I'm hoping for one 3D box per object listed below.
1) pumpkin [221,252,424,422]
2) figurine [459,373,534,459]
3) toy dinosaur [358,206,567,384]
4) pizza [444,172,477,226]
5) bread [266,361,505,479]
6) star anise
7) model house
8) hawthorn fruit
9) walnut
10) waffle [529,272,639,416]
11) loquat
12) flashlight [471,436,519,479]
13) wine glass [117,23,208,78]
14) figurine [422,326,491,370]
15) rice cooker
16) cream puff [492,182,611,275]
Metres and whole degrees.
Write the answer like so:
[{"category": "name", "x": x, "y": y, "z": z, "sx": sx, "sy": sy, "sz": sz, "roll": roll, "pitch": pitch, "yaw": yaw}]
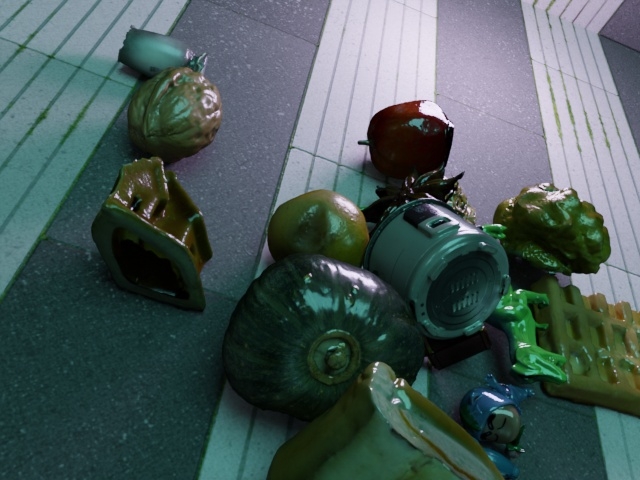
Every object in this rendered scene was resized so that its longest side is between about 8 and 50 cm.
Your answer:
[{"category": "pumpkin", "x": 0.007, "y": 0.175, "z": 1.022, "sx": 0.328, "sy": 0.291, "sz": 0.257, "roll": 31, "pitch": 8, "yaw": -16}, {"category": "figurine", "x": 0.358, "y": 0.338, "z": 1.169, "sx": 0.178, "sy": 0.114, "sz": 0.144, "roll": -10, "pitch": 47, "yaw": -41}, {"category": "toy dinosaur", "x": 0.283, "y": 0.115, "z": 1.341, "sx": 0.501, "sy": 0.143, "sz": 0.374, "roll": 12, "pitch": 48, "yaw": 4}, {"category": "pizza", "x": 0.341, "y": -0.094, "z": 1.551, "sx": 0.147, "sy": 0.069, "sz": 0.226, "roll": 22, "pitch": 47, "yaw": -4}, {"category": "bread", "x": 0.077, "y": 0.372, "z": 0.895, "sx": 0.301, "sy": 0.341, "sz": 0.210, "roll": 39, "pitch": 17, "yaw": -6}, {"category": "star anise", "x": 0.211, "y": -0.074, "z": 1.368, "sx": 0.102, "sy": 0.272, "sz": 0.271, "roll": 57, "pitch": 38, "yaw": -29}, {"category": "model house", "x": -0.290, "y": -0.038, "z": 1.115, "sx": 0.174, "sy": 0.267, "sz": 0.239, "roll": 4, "pitch": 47, "yaw": 4}, {"category": "hawthorn fruit", "x": 0.212, "y": -0.249, "z": 1.531, "sx": 0.250, "sy": 0.215, "sz": 0.215, "roll": -12, "pitch": 58, "yaw": -17}, {"category": "walnut", "x": -0.314, "y": -0.275, "z": 1.316, "sx": 0.198, "sy": 0.198, "sz": 0.245, "roll": 29, "pitch": 43, "yaw": 0}, {"category": "waffle", "x": 0.662, "y": 0.255, "z": 1.401, "sx": 0.349, "sy": 0.077, "sz": 0.304, "roll": 16, "pitch": 49, "yaw": -12}, {"category": "loquat", "x": -0.004, "y": -0.004, "z": 1.226, "sx": 0.213, "sy": 0.213, "sz": 0.213, "roll": 13, "pitch": 48, "yaw": -15}, {"category": "flashlight", "x": 0.313, "y": 0.408, "z": 1.130, "sx": 0.129, "sy": 0.051, "sz": 0.051, "roll": 26, "pitch": 46, "yaw": -8}, {"category": "wine glass", "x": -0.381, "y": -0.444, "z": 1.477, "sx": 0.205, "sy": 0.111, "sz": 0.111, "roll": 19, "pitch": 47, "yaw": -12}, {"category": "figurine", "x": 0.256, "y": 0.194, "z": 1.227, "sx": 0.155, "sy": 0.082, "sz": 0.098, "roll": -24, "pitch": 51, "yaw": 9}, {"category": "rice cooker", "x": 0.219, "y": 0.051, "z": 1.179, "sx": 0.281, "sy": 0.241, "sz": 0.227, "roll": -25, "pitch": 32, "yaw": -14}, {"category": "cream puff", "x": 0.545, "y": -0.001, "z": 1.456, "sx": 0.282, "sy": 0.281, "sz": 0.185, "roll": 34, "pitch": 64, "yaw": 5}]
